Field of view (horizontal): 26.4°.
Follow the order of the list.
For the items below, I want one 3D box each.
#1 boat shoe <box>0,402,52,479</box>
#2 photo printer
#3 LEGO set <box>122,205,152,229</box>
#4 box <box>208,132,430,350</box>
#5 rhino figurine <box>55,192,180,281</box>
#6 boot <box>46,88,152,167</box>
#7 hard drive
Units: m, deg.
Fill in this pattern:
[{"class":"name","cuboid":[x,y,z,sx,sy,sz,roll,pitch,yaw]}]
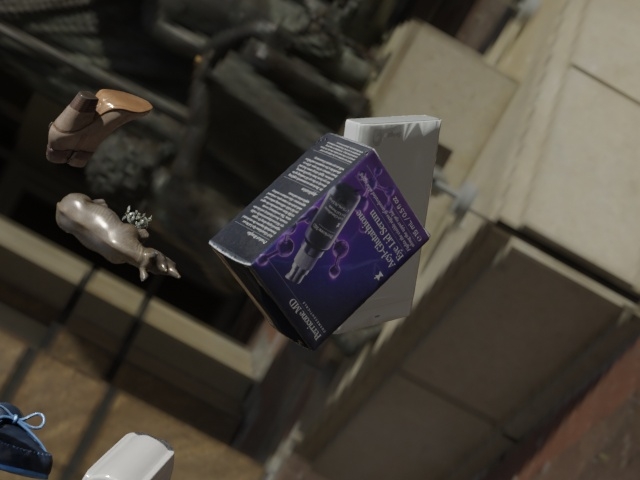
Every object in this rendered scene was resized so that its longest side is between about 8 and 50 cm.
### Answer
[{"class":"boat shoe","cuboid":[-0.445,0.258,1.854,0.258,0.109,0.089,12,77,44]},{"class":"photo printer","cuboid":[-0.339,0.460,2.248,0.307,0.107,0.256,-42,-28,-79]},{"class":"LEGO set","cuboid":[-0.331,-0.029,2.378,0.083,0.054,0.023,-39,9,-19]},{"class":"box","cuboid":[0.000,0.000,1.613,0.207,0.153,0.108,-45,33,-13]},{"class":"rhino figurine","cuboid":[-0.322,0.000,2.177,0.073,0.243,0.106,-59,-15,5]},{"class":"boot","cuboid":[-0.246,-0.120,1.493,0.118,0.042,0.087,3,-57,-48]},{"class":"hard drive","cuboid":[0.088,-0.027,2.003,0.203,0.040,0.308,-10,-68,-51]}]
